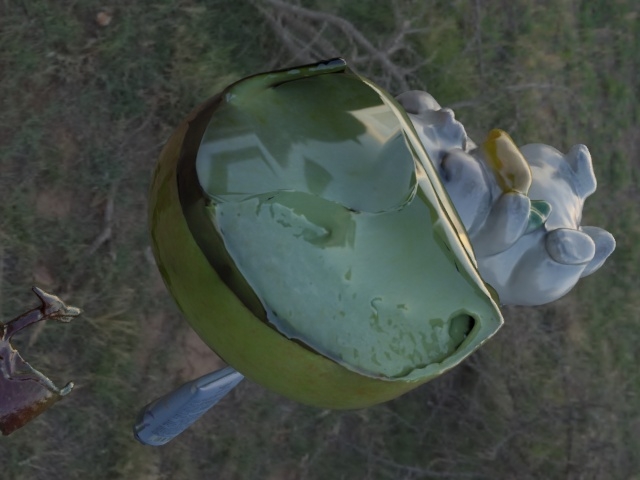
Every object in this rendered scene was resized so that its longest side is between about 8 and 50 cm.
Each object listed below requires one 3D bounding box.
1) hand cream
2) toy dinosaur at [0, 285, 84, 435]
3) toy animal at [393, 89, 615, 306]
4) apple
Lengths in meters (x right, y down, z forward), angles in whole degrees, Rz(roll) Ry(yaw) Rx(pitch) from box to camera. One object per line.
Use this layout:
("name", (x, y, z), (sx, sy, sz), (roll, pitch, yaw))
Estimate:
("hand cream", (-0.171, 0.209, 1.143), (0.091, 0.271, 0.058), (-17, 76, -40))
("toy dinosaur", (-0.371, 0.089, 0.912), (0.207, 0.113, 0.327), (-50, 141, -5))
("toy animal", (0.094, -0.029, 0.755), (0.325, 0.154, 0.209), (-7, 61, -28))
("apple", (0.000, 0.000, 0.517), (0.207, 0.173, 0.188), (-22, 87, -62))
